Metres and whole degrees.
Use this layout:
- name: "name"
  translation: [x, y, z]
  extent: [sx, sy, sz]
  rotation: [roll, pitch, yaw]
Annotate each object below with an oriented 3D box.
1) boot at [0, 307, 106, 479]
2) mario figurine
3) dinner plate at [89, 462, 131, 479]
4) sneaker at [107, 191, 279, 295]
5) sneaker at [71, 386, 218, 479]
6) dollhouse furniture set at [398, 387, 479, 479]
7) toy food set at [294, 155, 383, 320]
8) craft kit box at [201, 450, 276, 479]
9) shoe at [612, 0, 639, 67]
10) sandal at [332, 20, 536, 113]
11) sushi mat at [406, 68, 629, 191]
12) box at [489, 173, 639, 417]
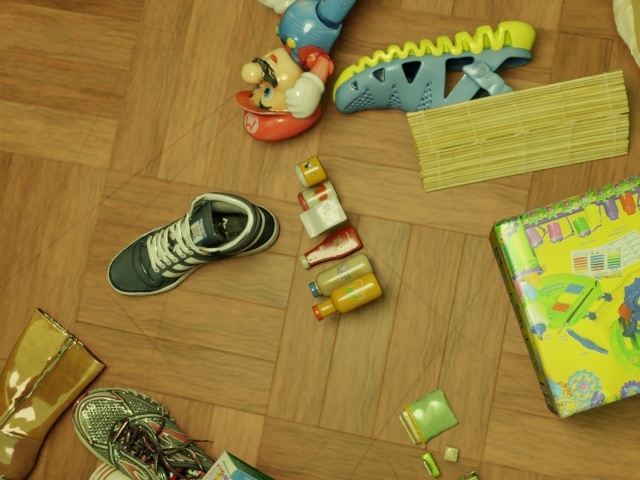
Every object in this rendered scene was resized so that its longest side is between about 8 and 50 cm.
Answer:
- name: "boot"
  translation: [-0.516, 0.227, 1.523]
  extent: [0.264, 0.096, 0.280]
  rotation: [33, 88, 10]
- name: "mario figurine"
  translation: [-0.044, -0.296, 1.436]
  extent: [0.170, 0.198, 0.321]
  rotation: [25, 108, 0]
- name: "dinner plate"
  translation: [-0.296, 0.404, 1.513]
  extent: [0.141, 0.017, 0.141]
  rotation: [-1, 85, 8]
- name: "sneaker"
  translation: [-0.209, 0.005, 1.474]
  extent: [0.282, 0.153, 0.099]
  rotation: [-20, 81, 5]
- name: "sneaker"
  translation: [-0.240, 0.315, 1.457]
  extent: [0.299, 0.112, 0.121]
  rotation: [31, 79, 8]
- name: "dollhouse furniture set"
  translation: [0.178, 0.299, 1.437]
  extent: [0.076, 0.058, 0.152]
  rotation: [-29, 81, 4]
- name: "toy food set"
  translation: [0.000, 0.000, 1.466]
  extent: [0.104, 0.111, 0.232]
  rotation: [-26, 84, 4]
- name: "craft kit box"
  translation: [-0.116, 0.455, 1.390]
  extent: [0.250, 0.061, 0.247]
  rotation: [39, 87, -32]
- name: "shoe"
  translation: [0.482, -0.343, 1.471]
  extent: [0.076, 0.058, 0.219]
  rotation: [-10, 86, -24]
- name: "sandal"
  translation: [0.175, -0.231, 1.466]
  extent: [0.317, 0.126, 0.138]
  rotation: [-11, 87, 8]
- name: "sushi mat"
  translation: [0.294, -0.159, 1.442]
  extent: [0.316, 0.151, 0.019]
  rotation: [-11, 38, 7]
- name: "box"
  translation: [0.419, 0.069, 1.368]
  extent: [0.290, 0.177, 0.279]
  rotation: [-18, 82, 5]
